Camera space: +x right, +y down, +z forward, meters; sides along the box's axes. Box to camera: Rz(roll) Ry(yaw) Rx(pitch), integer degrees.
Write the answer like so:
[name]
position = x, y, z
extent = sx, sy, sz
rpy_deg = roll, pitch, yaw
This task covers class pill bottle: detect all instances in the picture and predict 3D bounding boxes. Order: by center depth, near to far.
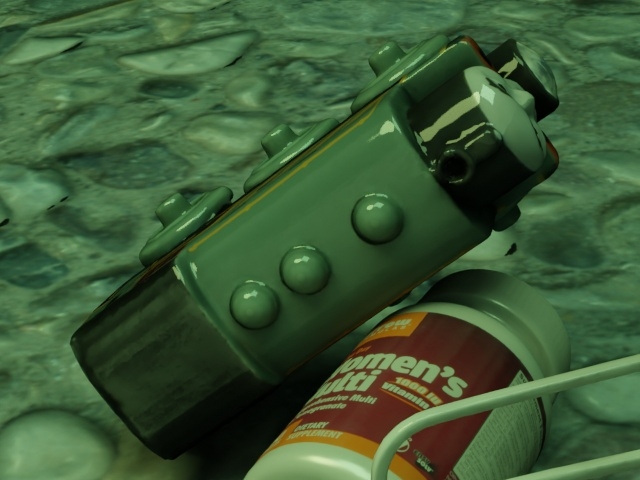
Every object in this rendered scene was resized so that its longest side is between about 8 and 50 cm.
[pill bottle]
position = 0.055, 0.109, 0.771
extent = 0.121, 0.121, 0.221
rpy_deg = 11, 32, 25

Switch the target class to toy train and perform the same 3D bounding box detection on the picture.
[toy train]
position = 0.000, 0.000, 0.848
extent = 0.334, 0.142, 0.190
rpy_deg = -34, 9, 18

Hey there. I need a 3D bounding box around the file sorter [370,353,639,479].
[file sorter]
position = 0.139, 0.193, 0.538
extent = 0.173, 0.192, 0.277
rpy_deg = -12, 29, -9
